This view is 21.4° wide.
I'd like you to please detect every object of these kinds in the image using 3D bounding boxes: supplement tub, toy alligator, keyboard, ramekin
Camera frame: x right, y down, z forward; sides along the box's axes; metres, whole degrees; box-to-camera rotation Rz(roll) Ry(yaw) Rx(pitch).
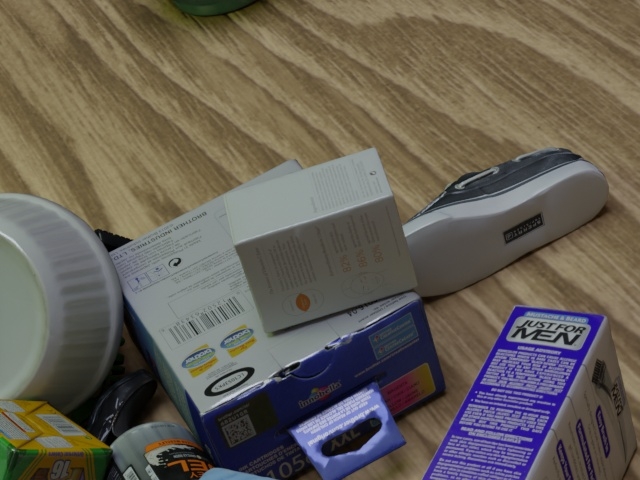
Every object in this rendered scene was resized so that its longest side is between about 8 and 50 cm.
[{"bbox_3d":[-0.144,0.280,1.734,0.117,0.117,0.190,-29,40,-13],"label":"supplement tub"},{"bbox_3d":[-0.250,0.132,1.978,0.051,0.056,0.190,11,72,-7],"label":"toy alligator"},{"bbox_3d":[-0.220,0.016,2.043,0.108,0.180,0.023,-10,72,34],"label":"keyboard"},{"bbox_3d":[-0.365,0.081,1.880,0.272,0.273,0.127,-4,1,18],"label":"ramekin"}]

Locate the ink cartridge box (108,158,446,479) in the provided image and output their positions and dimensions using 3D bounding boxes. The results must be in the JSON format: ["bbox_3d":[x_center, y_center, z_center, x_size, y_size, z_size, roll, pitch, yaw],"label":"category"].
[{"bbox_3d":[-0.047,0.107,1.877,0.270,0.151,0.395,-28,37,-11],"label":"ink cartridge box"}]

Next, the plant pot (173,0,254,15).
[{"bbox_3d":[-0.172,-0.469,2.594,0.293,0.196,0.293,-12,38,10],"label":"plant pot"}]

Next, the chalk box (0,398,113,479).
[{"bbox_3d":[-0.330,0.285,1.757,0.132,0.213,0.132,10,13,-47],"label":"chalk box"}]

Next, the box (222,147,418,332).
[{"bbox_3d":[0.000,0.000,1.765,0.170,0.130,0.091,-16,39,1],"label":"box"}]

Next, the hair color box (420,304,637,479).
[{"bbox_3d":[0.183,0.243,1.588,0.110,0.185,0.339,7,44,31],"label":"hair color box"}]

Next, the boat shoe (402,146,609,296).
[{"bbox_3d":[0.185,-0.032,1.988,0.301,0.108,0.102,-25,38,-12],"label":"boat shoe"}]

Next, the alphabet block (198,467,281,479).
[{"bbox_3d":[-0.042,0.352,1.540,0.192,0.197,0.193,8,45,31],"label":"alphabet block"}]

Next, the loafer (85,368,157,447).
[{"bbox_3d":[-0.233,0.218,1.901,0.061,0.062,0.170,25,63,28],"label":"loafer"}]
